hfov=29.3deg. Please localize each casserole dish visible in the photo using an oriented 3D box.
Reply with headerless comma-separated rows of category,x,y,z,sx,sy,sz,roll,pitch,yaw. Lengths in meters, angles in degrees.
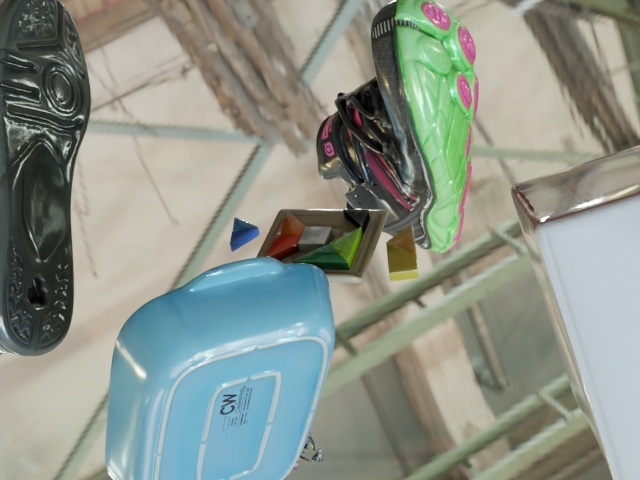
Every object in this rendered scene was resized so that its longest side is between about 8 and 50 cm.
casserole dish,-0.048,0.084,0.620,0.114,0.188,0.037,-13,-129,-24

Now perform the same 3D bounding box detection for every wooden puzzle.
wooden puzzle,0.000,0.000,0.686,0.116,0.014,0.078,-3,-148,14

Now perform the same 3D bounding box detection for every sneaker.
sneaker,0.087,-0.121,1.523,0.202,0.483,0.185,8,-117,8
sneaker,-0.212,-0.042,0.755,0.130,0.087,0.227,-4,-100,32

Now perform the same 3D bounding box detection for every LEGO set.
LEGO set,-0.023,0.132,0.804,0.054,0.023,0.083,8,-175,-7

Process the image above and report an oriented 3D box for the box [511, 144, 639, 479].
box,0.157,0.004,0.387,0.170,0.091,0.130,-17,-174,7
